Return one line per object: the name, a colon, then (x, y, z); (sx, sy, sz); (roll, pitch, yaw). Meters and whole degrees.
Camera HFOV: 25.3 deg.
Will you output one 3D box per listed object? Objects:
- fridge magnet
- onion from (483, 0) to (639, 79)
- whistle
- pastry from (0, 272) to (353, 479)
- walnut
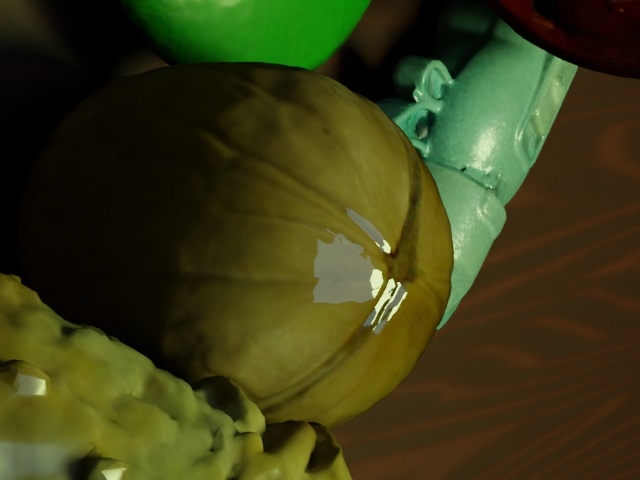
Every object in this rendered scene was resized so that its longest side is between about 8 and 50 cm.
fridge magnet: (-0.034, -0.173, 0.666); (0.208, 0.088, 0.208); (-18, 112, -50)
onion: (0.194, -0.256, 0.743); (0.341, 0.341, 0.341); (-20, 115, -50)
whistle: (0.079, -0.042, 0.851); (0.274, 0.093, 0.186); (-64, 150, -19)
pastry: (-0.132, 0.128, 0.509); (0.311, 0.162, 0.255); (24, 118, -35)
walnut: (-0.038, 0.002, 0.614); (0.167, 0.207, 0.167); (-5, 98, -39)
